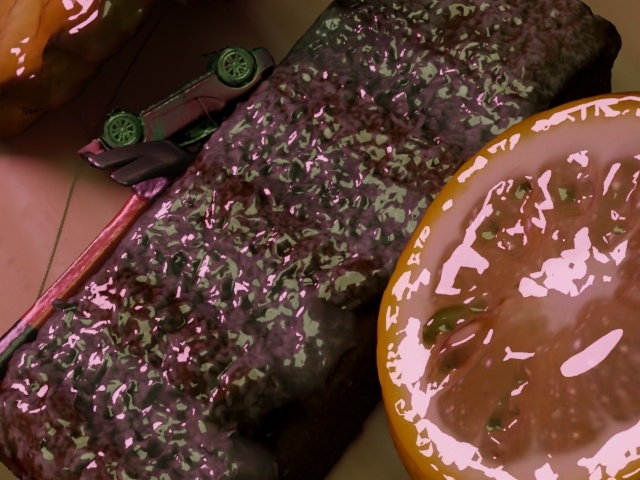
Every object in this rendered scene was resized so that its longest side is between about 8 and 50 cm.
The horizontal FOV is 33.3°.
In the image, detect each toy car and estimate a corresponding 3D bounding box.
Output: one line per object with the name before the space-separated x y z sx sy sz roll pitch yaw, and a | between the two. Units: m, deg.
toy car | -0.091 -0.083 0.705 0.142 0.069 0.055 -32 101 -7

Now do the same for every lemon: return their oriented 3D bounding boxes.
lemon | 0.163 0.062 0.496 0.240 0.219 0.240 -27 48 34

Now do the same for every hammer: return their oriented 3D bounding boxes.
hammer | -0.170 0.054 0.637 0.033 0.111 0.287 38 83 24

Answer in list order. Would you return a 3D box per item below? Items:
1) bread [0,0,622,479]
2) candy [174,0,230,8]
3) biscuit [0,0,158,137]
bread | 0.000 0.000 0.615 0.165 0.113 0.416 31 71 21
candy | -0.031 -0.175 0.675 0.084 0.078 0.288 -46 37 -11
biscuit | -0.166 -0.212 0.728 0.335 0.078 0.329 -50 38 16
